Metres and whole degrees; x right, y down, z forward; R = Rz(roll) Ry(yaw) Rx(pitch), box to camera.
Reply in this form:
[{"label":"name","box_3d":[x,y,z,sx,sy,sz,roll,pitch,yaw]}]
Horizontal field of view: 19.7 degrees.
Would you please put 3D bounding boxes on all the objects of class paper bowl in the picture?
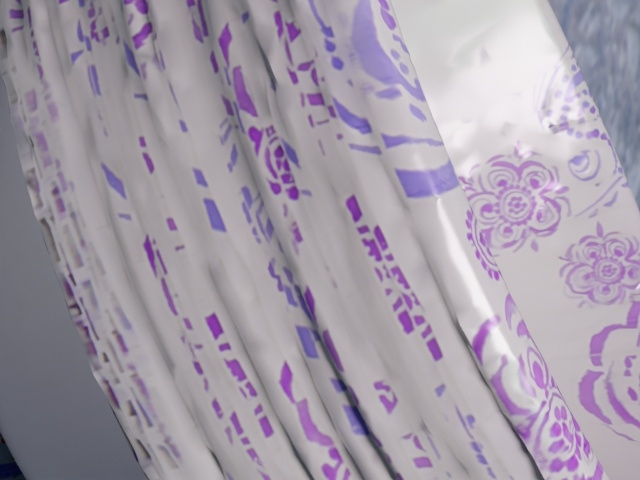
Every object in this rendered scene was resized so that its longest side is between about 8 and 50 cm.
[{"label":"paper bowl","box_3d":[0.000,0.000,0.525,0.284,0.148,0.284,54,21,-33]}]

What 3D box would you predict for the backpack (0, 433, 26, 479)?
[{"label":"backpack","box_3d":[-0.101,0.090,0.529,0.105,0.084,0.114,-1,99,-57]}]
